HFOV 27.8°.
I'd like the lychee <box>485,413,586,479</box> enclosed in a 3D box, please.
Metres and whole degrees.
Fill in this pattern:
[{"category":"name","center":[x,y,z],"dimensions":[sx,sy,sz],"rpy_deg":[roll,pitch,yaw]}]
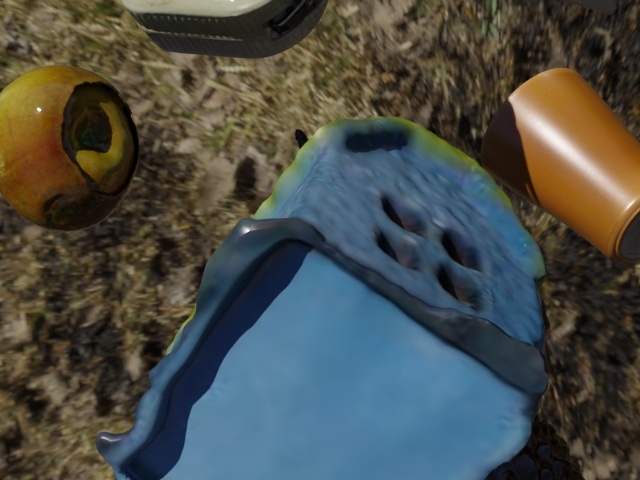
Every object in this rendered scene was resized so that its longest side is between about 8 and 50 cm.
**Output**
[{"category":"lychee","center":[0.110,0.261,1.115],"dimensions":[0.267,0.267,0.267],"rpy_deg":[0,89,8]}]

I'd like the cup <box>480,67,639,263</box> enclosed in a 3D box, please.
[{"category":"cup","center":[0.354,-0.084,1.726],"dimensions":[0.182,0.226,0.264],"rpy_deg":[-38,54,-5]}]

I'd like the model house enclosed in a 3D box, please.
[{"category":"model house","center":[0.022,0.058,0.886],"dimensions":[0.215,0.303,0.237],"rpy_deg":[33,116,-4]}]

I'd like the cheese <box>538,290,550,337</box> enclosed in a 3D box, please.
[{"category":"cheese","center":[0.139,0.034,1.380],"dimensions":[0.251,0.127,0.054],"rpy_deg":[27,126,-29]}]

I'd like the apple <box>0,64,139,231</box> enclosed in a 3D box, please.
[{"category":"apple","center":[-0.367,-0.135,1.843],"dimensions":[0.207,0.237,0.237],"rpy_deg":[-25,84,51]}]

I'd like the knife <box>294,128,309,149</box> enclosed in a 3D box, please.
[{"category":"knife","center":[0.054,-0.024,1.127],"dimensions":[0.021,0.222,0.045],"rpy_deg":[-35,39,22]}]

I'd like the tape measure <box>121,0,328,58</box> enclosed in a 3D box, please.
[{"category":"tape measure","center":[-0.080,-0.341,1.399],"dimensions":[0.231,0.133,0.271],"rpy_deg":[6,67,22]}]

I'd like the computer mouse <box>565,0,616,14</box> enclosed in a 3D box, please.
[{"category":"computer mouse","center":[0.308,-0.354,1.668],"dimensions":[0.128,0.231,0.079],"rpy_deg":[37,108,26]}]
